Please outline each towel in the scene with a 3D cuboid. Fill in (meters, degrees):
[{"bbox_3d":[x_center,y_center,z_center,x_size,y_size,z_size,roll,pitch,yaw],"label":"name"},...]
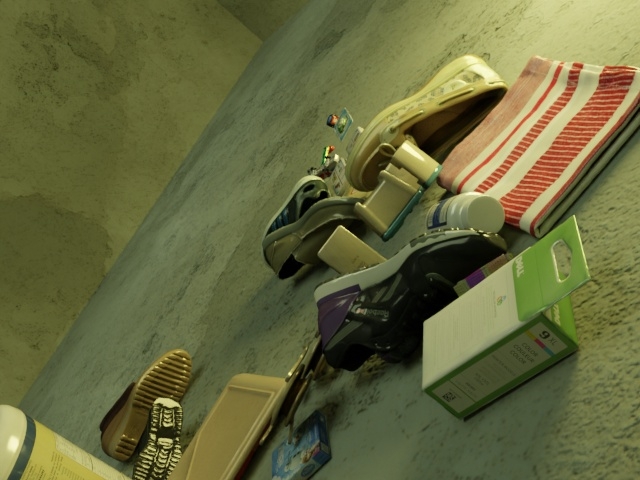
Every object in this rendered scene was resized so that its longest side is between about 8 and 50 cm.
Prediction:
[{"bbox_3d":[0.280,-0.134,1.160,0.237,0.037,0.329,-51,18,4],"label":"towel"},{"bbox_3d":[0.190,0.056,0.979,0.083,0.060,0.009,-37,-11,39],"label":"towel"}]

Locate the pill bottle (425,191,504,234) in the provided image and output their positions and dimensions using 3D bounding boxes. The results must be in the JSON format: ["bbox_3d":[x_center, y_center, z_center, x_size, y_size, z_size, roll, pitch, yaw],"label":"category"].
[{"bbox_3d":[0.180,-0.025,1.106,0.067,0.067,0.120,-55,9,-12],"label":"pill bottle"}]

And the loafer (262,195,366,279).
[{"bbox_3d":[0.000,0.000,1.523,0.251,0.094,0.087,-31,61,44],"label":"loafer"}]

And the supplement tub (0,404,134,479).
[{"bbox_3d":[-0.370,0.394,1.212,0.228,0.316,0.228,-38,27,23],"label":"supplement tub"}]

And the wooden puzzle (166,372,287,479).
[{"bbox_3d":[-0.139,0.300,1.325,0.238,0.044,0.221,-53,17,-20],"label":"wooden puzzle"}]

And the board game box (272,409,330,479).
[{"bbox_3d":[-0.026,0.272,1.131,0.090,0.020,0.090,-47,17,14],"label":"board game box"}]

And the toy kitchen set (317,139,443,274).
[{"bbox_3d":[0.105,-0.020,1.282,0.207,0.122,0.166,-52,-2,-4],"label":"toy kitchen set"}]

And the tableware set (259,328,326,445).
[{"bbox_3d":[-0.011,0.181,1.190,0.194,0.039,0.128,-51,-15,-57],"label":"tableware set"}]

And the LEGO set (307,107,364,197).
[{"bbox_3d":[0.036,-0.149,1.705,0.182,0.060,0.244,-61,23,20],"label":"LEGO set"}]

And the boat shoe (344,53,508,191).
[{"bbox_3d":[0.160,-0.171,1.389,0.285,0.104,0.089,-43,44,8],"label":"boat shoe"}]

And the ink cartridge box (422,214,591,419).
[{"bbox_3d":[0.197,0.080,0.896,0.209,0.062,0.109,-40,21,29],"label":"ink cartridge box"}]

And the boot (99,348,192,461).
[{"bbox_3d":[-0.353,0.300,1.746,0.248,0.090,0.207,-57,20,-5],"label":"boot"}]

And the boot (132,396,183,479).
[{"bbox_3d":[-0.279,0.379,1.489,0.197,0.077,0.137,-80,16,-46],"label":"boot"}]

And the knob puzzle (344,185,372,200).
[{"bbox_3d":[0.126,-0.136,1.542,0.213,0.030,0.213,-45,18,19],"label":"knob puzzle"}]

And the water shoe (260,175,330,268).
[{"bbox_3d":[-0.049,-0.023,1.639,0.203,0.073,0.080,-64,29,21],"label":"water shoe"}]

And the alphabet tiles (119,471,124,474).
[{"bbox_3d":[-0.369,0.503,1.448,0.198,0.009,0.237,-39,33,34],"label":"alphabet tiles"}]

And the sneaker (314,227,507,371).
[{"bbox_3d":[0.113,0.084,1.085,0.283,0.107,0.124,-28,54,40],"label":"sneaker"}]
